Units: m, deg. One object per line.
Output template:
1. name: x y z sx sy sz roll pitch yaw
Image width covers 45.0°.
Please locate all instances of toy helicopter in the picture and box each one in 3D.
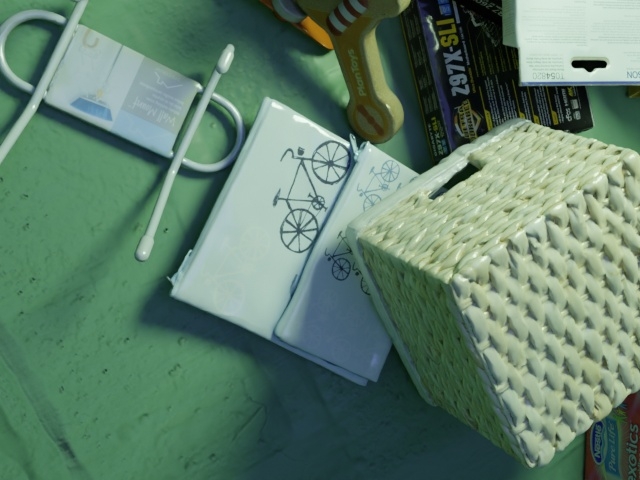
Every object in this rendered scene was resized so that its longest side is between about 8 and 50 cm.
1. toy helicopter: 0.024 -0.295 1.060 0.140 0.234 0.355 -46 128 -40

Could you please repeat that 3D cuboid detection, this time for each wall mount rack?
1. wall mount rack: -0.267 -0.153 0.984 0.349 0.130 0.304 24 83 -15

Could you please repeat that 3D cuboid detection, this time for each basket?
1. basket: 0.268 0.056 1.037 0.328 0.266 0.331 -33 113 -14

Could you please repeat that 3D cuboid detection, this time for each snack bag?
1. snack bag: 0.000 0.000 1.095 0.342 0.037 0.323 28 82 -21

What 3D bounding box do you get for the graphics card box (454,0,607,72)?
1. graphics card box: 0.328 -0.412 1.112 0.370 0.094 0.233 22 83 -17

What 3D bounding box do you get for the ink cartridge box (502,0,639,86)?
1. ink cartridge box: 0.351 -0.319 1.048 0.223 0.045 0.224 -3 93 -17

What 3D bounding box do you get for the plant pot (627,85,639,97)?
1. plant pot: 0.555 -0.290 1.269 0.081 0.081 0.083 -6 79 -17

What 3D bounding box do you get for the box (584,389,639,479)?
1. box: 0.517 0.323 1.208 0.142 0.154 0.300 3 89 -17

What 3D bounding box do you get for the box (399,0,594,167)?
1. box: 0.262 -0.296 1.178 0.257 0.079 0.322 -15 93 -15
